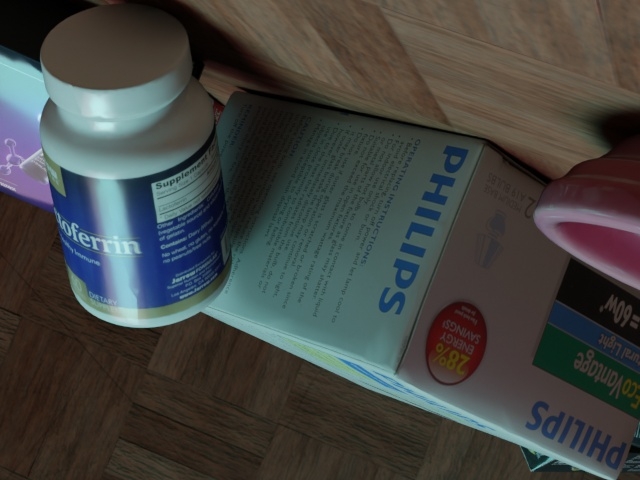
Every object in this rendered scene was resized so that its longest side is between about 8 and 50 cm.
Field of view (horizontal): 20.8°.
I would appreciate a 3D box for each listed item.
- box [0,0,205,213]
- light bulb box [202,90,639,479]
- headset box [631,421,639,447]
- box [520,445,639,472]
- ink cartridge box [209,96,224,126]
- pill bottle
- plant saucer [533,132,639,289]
[{"bbox_3d":[-0.269,-0.134,1.661,0.261,0.103,0.184,23,132,-10],"label":"box"},{"bbox_3d":[0.099,0.041,1.696,0.358,0.225,0.361,28,172,-42],"label":"light bulb box"},{"bbox_3d":[0.413,0.164,1.889,0.283,0.131,0.246,16,-176,39],"label":"headset box"},{"bbox_3d":[0.299,0.164,2.044,0.060,0.216,0.270,-34,153,30],"label":"box"},{"bbox_3d":[-0.193,-0.147,1.833,0.127,0.072,0.175,21,175,20],"label":"ink cartridge box"},{"bbox_3d":[-0.163,-0.065,1.529,0.153,0.153,0.265,20,136,26],"label":"pill bottle"},{"bbox_3d":[0.317,0.009,1.224,0.332,0.084,0.332,22,176,2],"label":"plant saucer"}]
